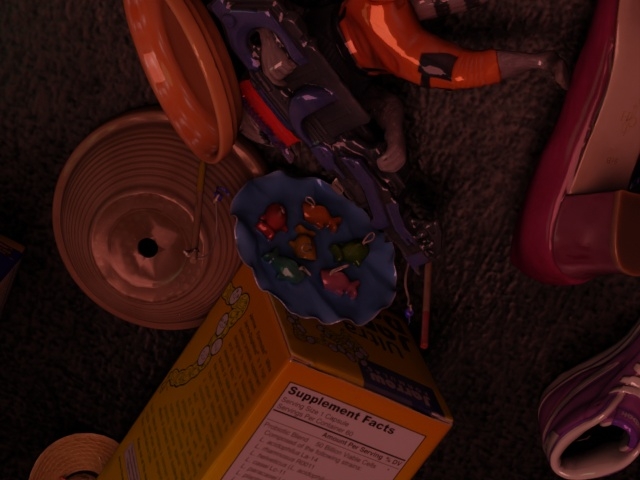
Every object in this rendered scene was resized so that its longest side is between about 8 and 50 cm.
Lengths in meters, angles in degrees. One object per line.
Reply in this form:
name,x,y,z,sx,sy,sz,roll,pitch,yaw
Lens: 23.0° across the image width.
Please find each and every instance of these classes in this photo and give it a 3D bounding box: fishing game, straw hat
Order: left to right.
straw hat,-0.263,0.284,1.702,0.144,0.144,0.061,42,147,-7
fishing game,0.000,0.000,1.518,0.264,0.189,0.041,23,132,-15

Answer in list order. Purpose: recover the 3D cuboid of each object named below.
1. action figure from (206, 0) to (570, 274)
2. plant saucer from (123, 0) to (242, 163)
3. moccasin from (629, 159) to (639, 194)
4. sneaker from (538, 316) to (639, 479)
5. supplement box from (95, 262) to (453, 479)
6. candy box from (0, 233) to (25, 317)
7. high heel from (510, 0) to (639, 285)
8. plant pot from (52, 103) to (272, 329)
action figure,0.068,-0.151,1.488,0.330,0.178,0.341,-19,119,24
plant saucer,-0.125,-0.168,1.465,0.037,0.200,0.200,-25,106,-17
moccasin,0.402,-0.067,1.480,0.342,0.117,0.138,-29,103,17
sneaker,0.335,0.137,1.536,0.102,0.161,0.282,44,107,-7
supplement box,-0.065,0.225,1.567,0.194,0.195,0.356,25,111,-27
candy box,-0.460,0.043,1.519,0.268,0.317,0.122,26,108,-3
high heel,0.257,-0.146,1.475,0.127,0.181,0.377,18,81,-29
plant pot,-0.161,-0.011,1.575,0.237,0.110,0.237,2,107,6
